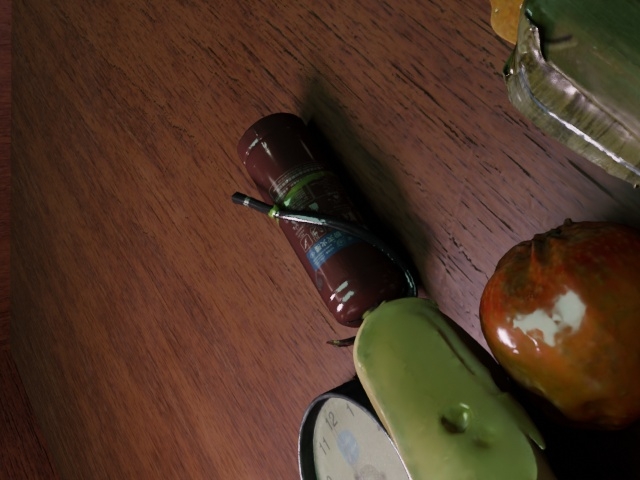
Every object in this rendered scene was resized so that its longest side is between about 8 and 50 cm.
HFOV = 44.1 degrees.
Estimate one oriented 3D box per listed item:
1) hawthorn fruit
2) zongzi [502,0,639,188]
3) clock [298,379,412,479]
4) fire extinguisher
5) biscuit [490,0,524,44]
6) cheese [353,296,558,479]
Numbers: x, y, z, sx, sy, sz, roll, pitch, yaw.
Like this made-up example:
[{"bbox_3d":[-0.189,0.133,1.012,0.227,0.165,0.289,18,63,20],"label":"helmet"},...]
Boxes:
[{"bbox_3d":[0.247,0.113,0.623,0.285,0.165,0.165,51,144,0],"label":"hawthorn fruit"},{"bbox_3d":[0.246,-0.083,0.572,0.251,0.125,0.274,41,180,9],"label":"zongzi"},{"bbox_3d":[0.063,0.316,1.005,0.281,0.056,0.280,23,119,52],"label":"clock"},{"bbox_3d":[0.000,0.000,0.943,0.341,0.142,0.105,59,-179,29],"label":"fire extinguisher"},{"bbox_3d":[0.195,-0.276,0.642,0.144,0.040,0.236,49,140,49],"label":"biscuit"},{"bbox_3d":[0.138,0.200,0.706,0.316,0.128,0.259,52,-169,-51],"label":"cheese"}]
